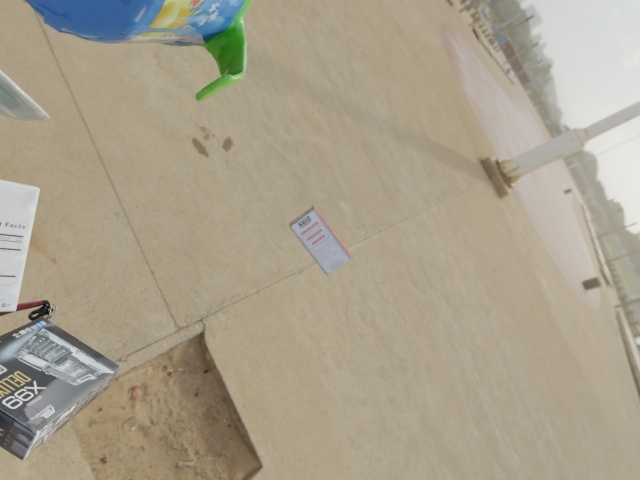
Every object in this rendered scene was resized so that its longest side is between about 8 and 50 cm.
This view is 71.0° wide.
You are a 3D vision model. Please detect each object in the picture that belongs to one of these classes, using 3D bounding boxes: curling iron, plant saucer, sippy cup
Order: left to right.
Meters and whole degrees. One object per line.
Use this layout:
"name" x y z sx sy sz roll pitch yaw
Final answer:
"plant saucer" -0.789 -0.389 0.965 0.101 0.400 0.400 -48 115 -11
"curling iron" -0.902 0.212 1.263 0.273 0.035 0.068 -3 67 -23
"sippy cup" -0.199 -0.313 0.472 0.305 0.240 0.224 25 33 -7

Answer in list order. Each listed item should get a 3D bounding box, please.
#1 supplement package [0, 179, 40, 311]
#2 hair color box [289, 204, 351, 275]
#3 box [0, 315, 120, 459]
"supplement package" -0.787 -0.001 1.004 0.175 0.177 0.293 12 87 -59
"hair color box" 0.000 0.000 0.993 0.141 0.071 0.043 53 8 -16
"box" -0.642 0.310 1.003 0.242 0.077 0.307 32 10 1
